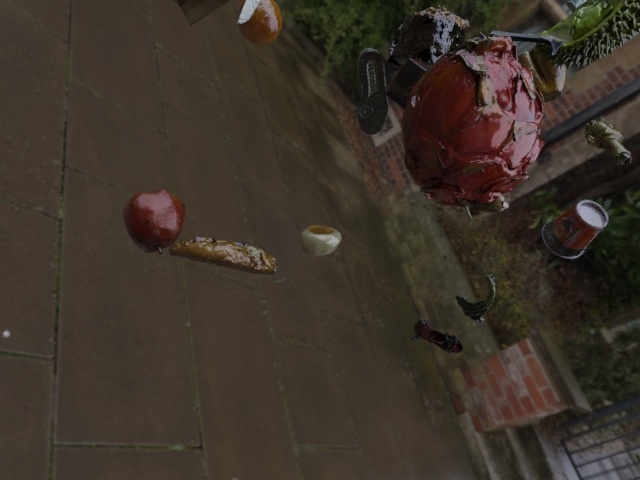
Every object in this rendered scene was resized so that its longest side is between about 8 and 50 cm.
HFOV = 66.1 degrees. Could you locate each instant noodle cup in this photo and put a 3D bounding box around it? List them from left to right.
[{"bbox_3d":[0.685,-0.035,1.313,0.136,0.127,0.127,108,-34,-59],"label":"instant noodle cup"}]

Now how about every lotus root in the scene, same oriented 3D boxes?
[{"bbox_3d":[0.793,-0.593,1.781,0.199,0.188,0.180,-9,76,-26],"label":"lotus root"}]

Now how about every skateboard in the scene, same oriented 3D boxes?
[{"bbox_3d":[0.349,0.286,1.463,0.151,0.067,0.080,25,12,11],"label":"skateboard"}]

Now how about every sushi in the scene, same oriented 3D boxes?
[{"bbox_3d":[0.349,-0.657,1.625,0.348,0.234,0.208,-26,128,-60],"label":"sushi"}]

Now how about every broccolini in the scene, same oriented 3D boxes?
[{"bbox_3d":[0.542,0.186,1.713,0.062,0.123,0.272,-56,158,-33],"label":"broccolini"}]

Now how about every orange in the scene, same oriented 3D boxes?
[{"bbox_3d":[-0.253,-0.920,2.040,0.206,0.206,0.206,45,26,-29],"label":"orange"}]

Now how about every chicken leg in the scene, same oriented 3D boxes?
[{"bbox_3d":[0.921,-0.321,1.586,0.103,0.088,0.228,28,41,-23],"label":"chicken leg"}]

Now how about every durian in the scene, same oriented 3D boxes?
[{"bbox_3d":[0.758,-0.597,1.359,0.157,0.355,0.170,-7,76,-33],"label":"durian"}]

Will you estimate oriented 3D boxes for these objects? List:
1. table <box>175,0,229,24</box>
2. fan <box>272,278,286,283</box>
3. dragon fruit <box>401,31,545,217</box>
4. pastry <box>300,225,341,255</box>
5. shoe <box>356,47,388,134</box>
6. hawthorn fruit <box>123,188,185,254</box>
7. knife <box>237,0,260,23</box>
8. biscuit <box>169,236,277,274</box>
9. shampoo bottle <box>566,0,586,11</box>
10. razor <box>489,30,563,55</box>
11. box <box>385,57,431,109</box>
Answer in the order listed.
[{"bbox_3d":[-0.356,-0.802,1.563,0.167,0.226,0.167,59,3,-6],"label":"table"},{"bbox_3d":[-0.146,0.153,1.892,0.060,0.080,0.003,-26,102,-68],"label":"fan"},{"bbox_3d":[0.292,-0.217,0.971,0.277,0.277,0.343,-45,125,-67],"label":"dragon fruit"},{"bbox_3d":[0.000,0.000,1.832,0.156,0.156,0.092,-64,155,-64],"label":"pastry"},{"bbox_3d":[0.183,-0.535,1.735,0.149,0.109,0.293,-83,170,-54],"label":"shoe"},{"bbox_3d":[-0.507,-0.053,1.513,0.185,0.185,0.202,18,54,-57],"label":"hawthorn fruit"},{"bbox_3d":[-0.171,-0.762,1.461,0.017,0.298,0.047,26,-5,41],"label":"knife"},{"bbox_3d":[-0.263,0.039,1.400,0.334,0.289,0.081,42,57,-78],"label":"biscuit"},{"bbox_3d":[0.939,-0.884,1.682,0.049,0.212,0.072,46,14,13],"label":"shampoo bottle"},{"bbox_3d":[0.552,-0.547,1.333,0.190,0.066,0.033,27,-26,31],"label":"razor"},{"bbox_3d":[0.384,-0.347,1.353,0.264,0.116,0.415,47,29,21],"label":"box"}]
